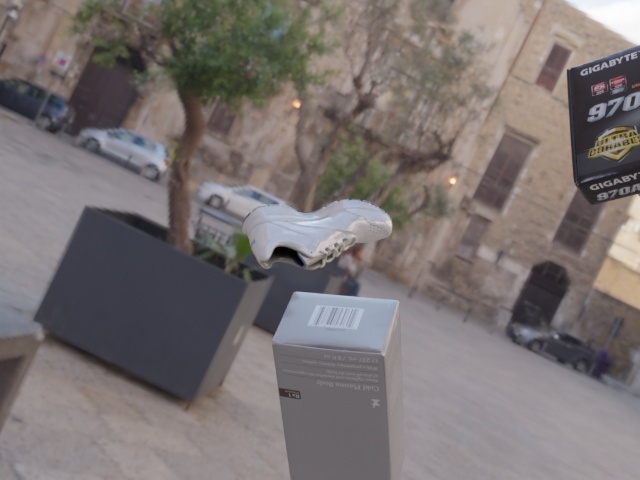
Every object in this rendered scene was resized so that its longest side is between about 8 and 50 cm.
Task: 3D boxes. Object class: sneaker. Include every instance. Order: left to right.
[{"bbox_3d":[0.000,0.000,1.799,0.297,0.129,0.111,-7,-38,-10],"label":"sneaker"}]

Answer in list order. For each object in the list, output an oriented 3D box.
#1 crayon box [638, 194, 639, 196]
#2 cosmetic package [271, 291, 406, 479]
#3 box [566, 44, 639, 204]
[{"bbox_3d":[0.639,-0.130,1.575,0.323,0.203,0.083,54,14,16],"label":"crayon box"},{"bbox_3d":[0.026,0.181,1.034,0.127,0.238,0.107,2,31,15],"label":"cosmetic package"},{"bbox_3d":[0.389,-0.147,1.017,0.220,0.175,0.051,-15,-38,31],"label":"box"}]
